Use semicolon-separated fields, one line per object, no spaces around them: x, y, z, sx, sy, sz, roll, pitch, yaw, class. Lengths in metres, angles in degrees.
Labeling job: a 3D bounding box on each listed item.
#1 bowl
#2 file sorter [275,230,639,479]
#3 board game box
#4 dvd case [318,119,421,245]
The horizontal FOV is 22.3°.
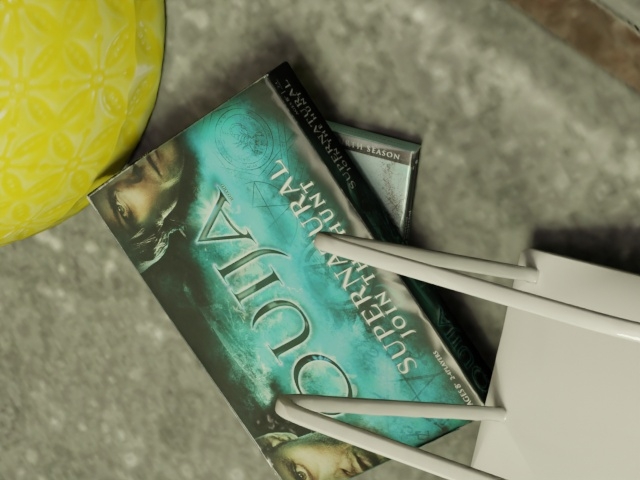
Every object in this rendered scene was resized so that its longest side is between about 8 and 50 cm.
-0.235;-0.108;0.763;0.290;0.156;0.289;9;114;22;bowl
0.076;0.146;0.618;0.193;0.173;0.277;16;93;46;file sorter
-0.014;0.025;0.771;0.126;0.026;0.186;-31;96;32;board game box
0.000;0.000;0.778;0.087;0.013;0.119;17;116;19;dvd case
